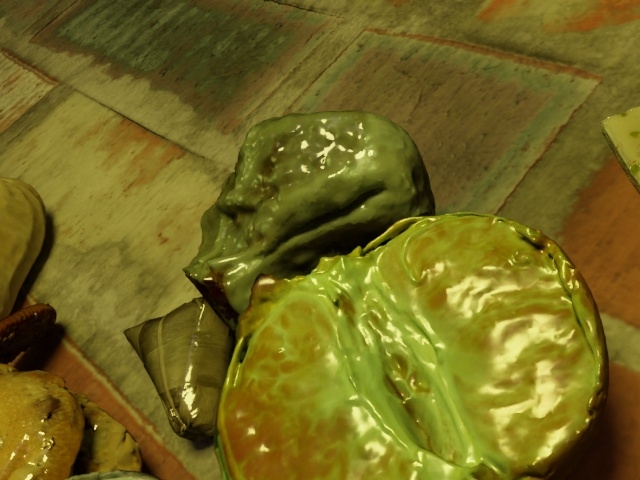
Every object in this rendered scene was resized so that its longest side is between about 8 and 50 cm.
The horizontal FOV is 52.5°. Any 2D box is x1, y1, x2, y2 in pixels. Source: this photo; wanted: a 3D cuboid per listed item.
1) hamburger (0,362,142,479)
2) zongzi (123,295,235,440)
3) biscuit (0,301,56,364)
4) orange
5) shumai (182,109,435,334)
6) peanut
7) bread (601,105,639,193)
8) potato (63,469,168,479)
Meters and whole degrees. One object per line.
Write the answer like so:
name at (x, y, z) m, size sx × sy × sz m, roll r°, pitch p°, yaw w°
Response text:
hamburger at (-0.340, 0.268, 0.647) m, size 0.318 × 0.158 × 0.318 m, roll -20°, pitch 39°, yaw 17°
zongzi at (-0.174, 0.152, 0.732) m, size 0.176 × 0.078 × 0.160 m, roll -18°, pitch 47°, yaw 26°
biscuit at (-0.398, 0.135, 0.792) m, size 0.126 × 0.025 × 0.206 m, roll -47°, pitch -4°, yaw 40°
orange at (0.069, 0.133, 0.542) m, size 0.334 × 0.196 × 0.262 m, roll -30°, pitch 33°, yaw -4°
shumai at (0.000, 0.000, 0.671) m, size 0.260 × 0.225 × 0.222 m, roll -17°, pitch 53°, yaw 45°
peanut at (-0.495, 0.040, 0.921) m, size 0.174 × 0.158 × 0.340 m, roll -43°, pitch 35°, yaw 46°
bread at (0.359, -0.089, 0.692) m, size 0.068 × 0.028 × 0.154 m, roll -19°, pitch 46°, yaw 14°
potato at (-0.149, 0.324, 0.475) m, size 0.196 × 0.246 × 0.299 m, roll -63°, pitch 24°, yaw 2°
